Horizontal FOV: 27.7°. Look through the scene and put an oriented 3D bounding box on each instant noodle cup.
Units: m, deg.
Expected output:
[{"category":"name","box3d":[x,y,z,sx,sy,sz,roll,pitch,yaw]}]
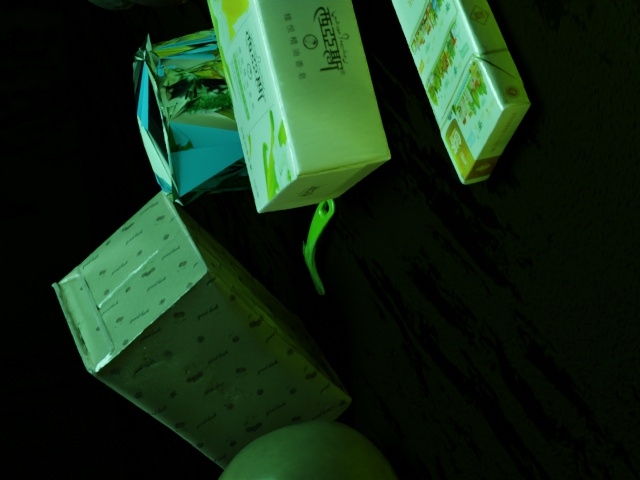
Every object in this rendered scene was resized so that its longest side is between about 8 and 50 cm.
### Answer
[{"category":"instant noodle cup","box3d":[-0.120,-0.156,1.571,0.240,0.178,0.240,167,90,-74]}]

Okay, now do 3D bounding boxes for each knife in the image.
[{"category":"knife","box3d":[-0.003,0.001,1.567,0.166,0.022,0.078,103,146,-57]}]

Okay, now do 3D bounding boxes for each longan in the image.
[{"category":"longan","box3d":[-0.013,0.327,1.445,0.258,0.258,0.258,168,90,-74]}]

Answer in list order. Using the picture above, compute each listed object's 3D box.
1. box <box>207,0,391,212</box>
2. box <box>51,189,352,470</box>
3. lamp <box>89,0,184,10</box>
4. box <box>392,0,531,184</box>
[{"category":"box","box3d":[-0.029,-0.177,1.375,0.194,0.111,0.260,144,116,-72]},{"category":"box","box3d":[-0.145,0.125,1.609,0.297,0.190,0.225,44,-175,-35]},{"category":"lamp","box3d":[-0.236,-0.422,1.711,0.247,0.247,0.247,168,90,-74]},{"category":"box","box3d":[0.105,-0.169,1.063,0.122,0.032,0.220,111,143,-61]}]
